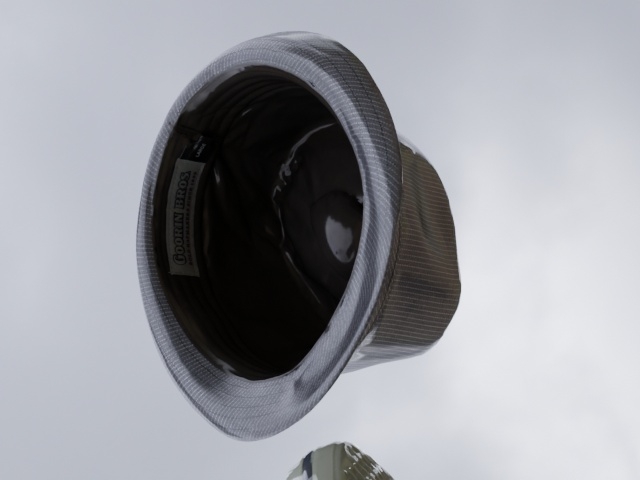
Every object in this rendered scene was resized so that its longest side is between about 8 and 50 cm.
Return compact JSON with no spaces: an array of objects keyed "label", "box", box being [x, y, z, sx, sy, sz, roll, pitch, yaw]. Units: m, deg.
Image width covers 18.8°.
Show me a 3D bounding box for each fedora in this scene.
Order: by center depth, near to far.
[{"label":"fedora","box":[0.000,0.000,1.206,0.124,0.244,0.275,12,-160,-39]}]

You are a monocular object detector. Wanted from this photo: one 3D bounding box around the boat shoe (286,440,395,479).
[{"label":"boat shoe","box":[0.007,0.307,0.906,0.187,0.156,0.500,45,-151,-38]}]
